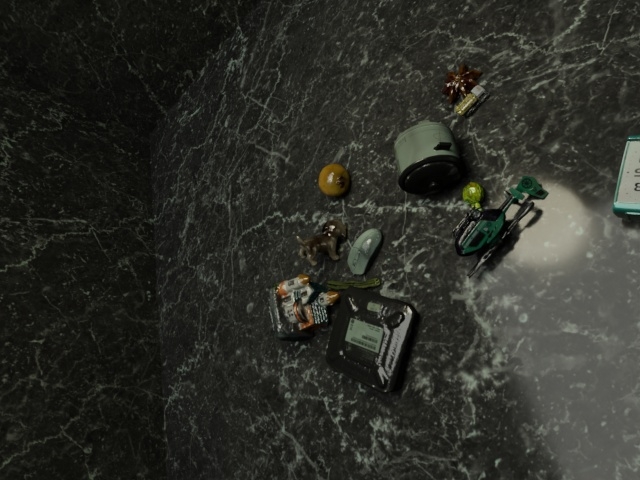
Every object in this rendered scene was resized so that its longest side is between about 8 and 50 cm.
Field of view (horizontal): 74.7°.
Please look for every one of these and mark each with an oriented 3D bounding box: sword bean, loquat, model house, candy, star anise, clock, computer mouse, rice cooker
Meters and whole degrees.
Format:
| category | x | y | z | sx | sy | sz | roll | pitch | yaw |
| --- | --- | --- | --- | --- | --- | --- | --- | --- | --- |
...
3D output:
| category | x | y | z | sx | sy | sz | roll | pitch | yaw |
| --- | --- | --- | --- | --- | --- | --- | --- | --- | --- |
| sword bean | 0.138 | 0.186 | 1.781 | 0.269 | 0.038 | 0.043 | -9 | 81 | 41 |
| loquat | 0.062 | -0.274 | 1.913 | 0.163 | 0.137 | 0.163 | -30 | 42 | 31 |
| model house | -0.057 | 0.274 | 1.833 | 0.301 | 0.190 | 0.271 | -28 | 59 | 34 |
| candy | 0.556 | -0.081 | 1.452 | 0.073 | 0.077 | 0.262 | -18 | 73 | 22 |
| star anise | 0.538 | -0.610 | 1.617 | 0.168 | 0.057 | 0.168 | -13 | 71 | 41 |
| clock | 0.936 | -0.155 | 1.086 | 0.262 | 0.116 | 0.231 | 10 | 80 | 43 |
| computer mouse | 0.177 | 0.048 | 1.761 | 0.113 | 0.068 | 0.229 | 40 | 106 | 44 |
| rice cooker | 0.396 | -0.287 | 1.537 | 0.280 | 0.241 | 0.227 | 113 | 155 | -60 |

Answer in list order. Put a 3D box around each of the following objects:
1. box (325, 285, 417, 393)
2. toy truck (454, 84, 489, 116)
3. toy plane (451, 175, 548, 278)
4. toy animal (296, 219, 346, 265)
| category | x | y | z | sx | sy | sz | roll | pitch | yaw |
| --- | --- | --- | --- | --- | --- | --- | --- | --- | --- |
| box | 0.188 | 0.378 | 1.642 | 0.359 | 0.091 | 0.350 | 12 | 87 | 42 |
| toy truck | 0.563 | -0.518 | 1.563 | 0.123 | 0.063 | 0.052 | -47 | 51 | 24 |
| toy plane | 0.564 | -0.061 | 1.376 | 0.155 | 0.106 | 0.382 | 39 | 96 | 7 |
| toy animal | 0.010 | 0.009 | 1.867 | 0.121 | 0.233 | 0.169 | 36 | 144 | 53 |
